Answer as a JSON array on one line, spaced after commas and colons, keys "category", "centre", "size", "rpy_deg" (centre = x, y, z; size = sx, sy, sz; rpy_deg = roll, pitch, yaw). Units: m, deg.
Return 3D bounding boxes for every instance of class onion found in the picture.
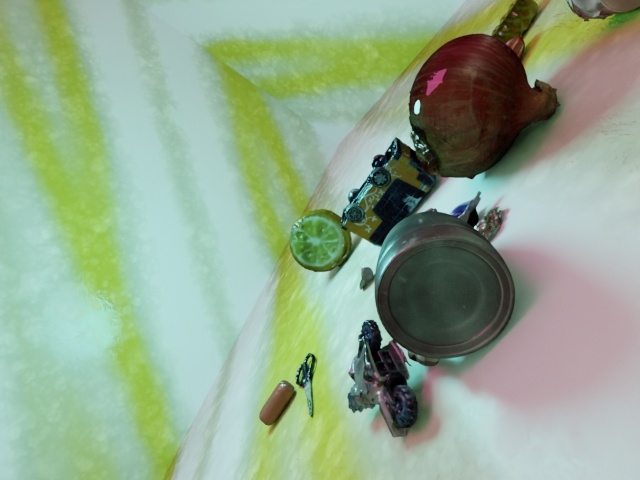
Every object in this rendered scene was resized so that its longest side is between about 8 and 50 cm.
[{"category": "onion", "centre": [0.360, -0.323, 1.182], "size": [0.353, 0.354, 0.353], "rpy_deg": [-53, 12, 17]}]

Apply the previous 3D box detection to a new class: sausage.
[{"category": "sausage", "centre": [-0.143, 0.529, 1.551], "size": [0.154, 0.062, 0.062], "rpy_deg": [-56, 11, 3]}, {"category": "sausage", "centre": [0.560, -0.527, 1.477], "size": [0.274, 0.074, 0.074], "rpy_deg": [-59, 12, -9]}]

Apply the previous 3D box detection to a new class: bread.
[{"category": "bread", "centre": [0.630, -0.699, 1.610], "size": [0.269, 0.087, 0.098], "rpy_deg": [-56, 11, 6]}]

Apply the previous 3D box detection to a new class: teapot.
[{"category": "teapot", "centre": [0.219, 0.091, 0.954], "size": [0.312, 0.233, 0.314], "rpy_deg": [-71, -11, -71]}]

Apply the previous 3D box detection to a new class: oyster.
[{"category": "oyster", "centre": [0.357, -0.031, 1.062], "size": [0.098, 0.037, 0.100], "rpy_deg": [-39, 21, 54]}]

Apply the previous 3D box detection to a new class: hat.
[{"category": "hat", "centre": [0.149, 0.120, 1.532], "size": [0.058, 0.042, 0.087], "rpy_deg": [-73, -14, -52]}]

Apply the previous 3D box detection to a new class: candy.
[{"category": "candy", "centre": [0.000, 0.000, 1.908], "size": [0.260, 0.260, 0.118], "rpy_deg": [-54, 7, 12]}]

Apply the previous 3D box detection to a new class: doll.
[{"category": "doll", "centre": [0.326, -0.030, 1.126], "size": [0.195, 0.070, 0.096], "rpy_deg": [-59, -19, 6]}]

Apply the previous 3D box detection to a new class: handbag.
[{"category": "handbag", "centre": [0.649, -0.591, 1.035], "size": [0.205, 0.179, 0.116], "rpy_deg": [-59, 18, 18]}]

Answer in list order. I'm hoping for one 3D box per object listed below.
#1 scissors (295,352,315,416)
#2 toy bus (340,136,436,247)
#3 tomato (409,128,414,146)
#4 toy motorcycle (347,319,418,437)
[{"category": "scissors", "centre": [-0.041, 0.446, 1.459], "size": [0.109, 0.022, 0.300], "rpy_deg": [-59, 11, 10]}, {"category": "toy bus", "centre": [0.220, -0.154, 1.572], "size": [0.323, 0.194, 0.162], "rpy_deg": [-54, 11, 28]}, {"category": "tomato", "centre": [0.387, -0.358, 1.561], "size": [0.167, 0.167, 0.167], "rpy_deg": [-53, 12, 17]}, {"category": "toy motorcycle", "centre": [0.116, 0.308, 0.984], "size": [0.239, 0.108, 0.204], "rpy_deg": [-92, 18, -57]}]
